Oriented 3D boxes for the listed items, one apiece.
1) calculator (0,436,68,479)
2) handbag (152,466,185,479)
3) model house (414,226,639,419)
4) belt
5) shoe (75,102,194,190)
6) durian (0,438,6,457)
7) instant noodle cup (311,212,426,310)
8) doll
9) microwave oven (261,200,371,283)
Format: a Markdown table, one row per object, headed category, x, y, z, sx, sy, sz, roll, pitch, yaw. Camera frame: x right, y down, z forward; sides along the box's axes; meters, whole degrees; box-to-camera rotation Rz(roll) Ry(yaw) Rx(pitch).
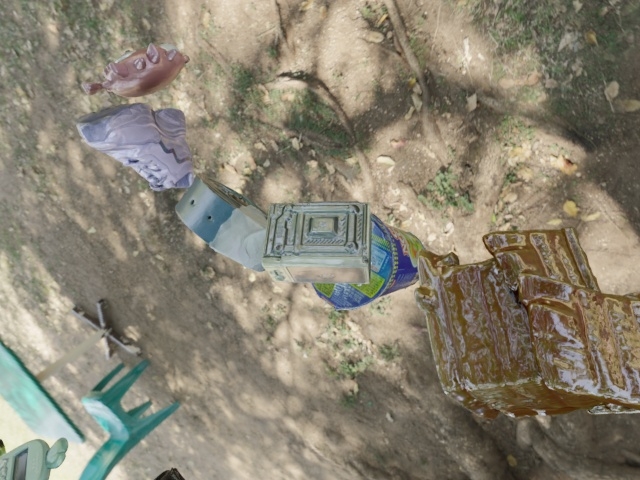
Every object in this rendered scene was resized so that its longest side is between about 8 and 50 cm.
| category | x | y | z | sx | sy | sz | roll | pitch | yaw |
| --- | --- | --- | --- | --- | --- | --- | --- | --- | --- |
| calculator | -0.395 | 0.308 | 0.521 | 0.095 | 0.153 | 0.021 | 43 | 154 | 50 |
| handbag | -0.313 | 0.433 | 0.544 | 0.247 | 0.223 | 0.080 | -35 | 82 | 8 |
| model house | 0.253 | 0.100 | 0.474 | 0.230 | 0.199 | 0.220 | -15 | 153 | 31 |
| belt | -0.295 | -0.067 | 1.347 | 0.300 | 0.173 | 0.437 | 26 | -175 | -45 |
| shoe | -0.273 | -0.139 | 0.652 | 0.095 | 0.245 | 0.137 | -15 | 102 | 10 |
| durian | -0.776 | 0.543 | 0.835 | 0.107 | 0.375 | 0.132 | -43 | 101 | -1 |
| instant noodle cup | 0.163 | 0.057 | 1.226 | 0.285 | 0.313 | 0.283 | -3 | 86 | 37 |
| doll | -0.424 | -0.394 | 0.971 | 0.211 | 0.262 | 0.093 | 4 | 122 | 61 |
| microwave oven | 0.000 | 0.000 | 0.989 | 0.241 | 0.193 | 0.145 | 0 | 157 | 10 |
